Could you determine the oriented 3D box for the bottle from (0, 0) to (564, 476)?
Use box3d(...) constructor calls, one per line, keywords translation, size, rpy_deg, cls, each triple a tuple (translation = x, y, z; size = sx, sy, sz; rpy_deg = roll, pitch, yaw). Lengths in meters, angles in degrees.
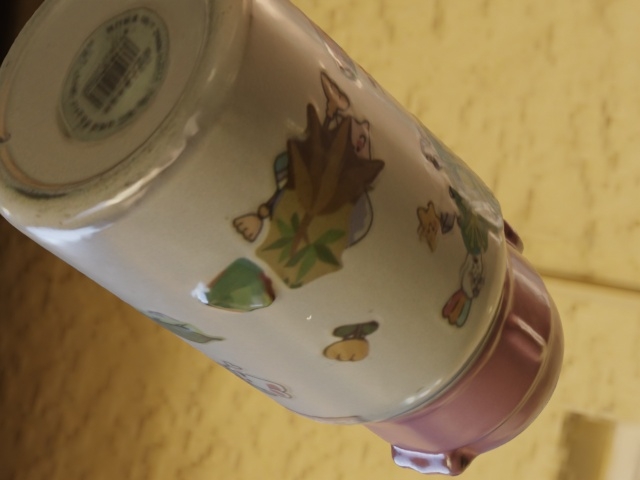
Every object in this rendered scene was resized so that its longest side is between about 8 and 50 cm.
box3d(translation=(0.000, 0.000, 0.721), size=(0.253, 0.120, 0.120), rpy_deg=(37, -113, -44), cls="bottle")
